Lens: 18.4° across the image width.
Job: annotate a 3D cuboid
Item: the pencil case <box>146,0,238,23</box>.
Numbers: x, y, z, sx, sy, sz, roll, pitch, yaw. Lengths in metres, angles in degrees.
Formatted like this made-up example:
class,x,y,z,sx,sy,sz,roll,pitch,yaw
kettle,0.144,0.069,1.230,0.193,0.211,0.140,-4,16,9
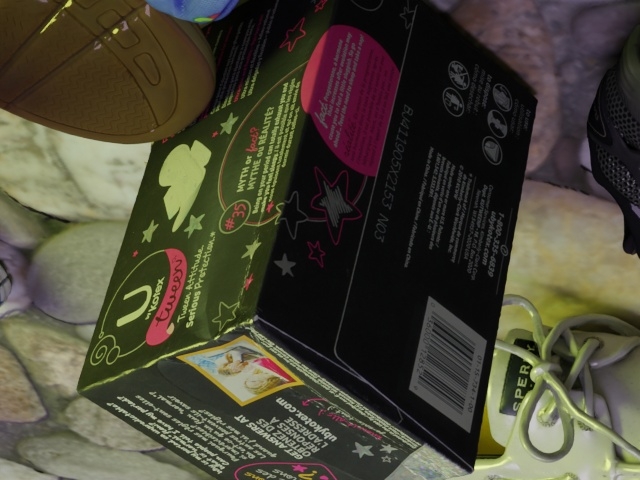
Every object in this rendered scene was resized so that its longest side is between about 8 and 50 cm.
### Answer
class,x,y,z,sx,sy,sz,roll,pitch,yaw
pencil case,-0.144,-0.197,0.853,0.306,0.119,0.133,20,169,-23

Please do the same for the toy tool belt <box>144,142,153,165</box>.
class,x,y,z,sx,sy,sz,roll,pitch,yaw
toy tool belt,-0.078,-0.042,1.194,0.051,0.052,0.083,27,154,38

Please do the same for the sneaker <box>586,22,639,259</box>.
class,x,y,z,sx,sy,sz,roll,pitch,yaw
sneaker,0.246,-0.030,1.074,0.227,0.087,0.130,21,146,-6

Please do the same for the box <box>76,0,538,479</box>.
class,x,y,z,sx,sy,sz,roll,pitch,yaw
box,0.000,0.000,1.047,0.163,0.247,0.142,37,140,-30

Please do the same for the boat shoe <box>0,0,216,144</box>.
class,x,y,z,sx,sy,sz,roll,pitch,yaw
boat shoe,-0.186,-0.177,0.984,0.341,0.110,0.121,37,127,-25

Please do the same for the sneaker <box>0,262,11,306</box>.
class,x,y,z,sx,sy,sz,roll,pitch,yaw
sneaker,-0.272,0.013,1.292,0.071,0.083,0.191,-9,138,30

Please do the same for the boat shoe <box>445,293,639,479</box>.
class,x,y,z,sx,sy,sz,roll,pitch,yaw
boat shoe,0.150,0.104,1.261,0.367,0.136,0.156,-7,138,41
